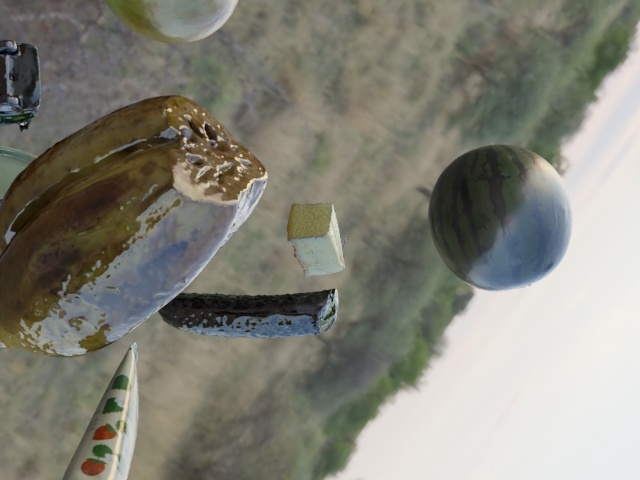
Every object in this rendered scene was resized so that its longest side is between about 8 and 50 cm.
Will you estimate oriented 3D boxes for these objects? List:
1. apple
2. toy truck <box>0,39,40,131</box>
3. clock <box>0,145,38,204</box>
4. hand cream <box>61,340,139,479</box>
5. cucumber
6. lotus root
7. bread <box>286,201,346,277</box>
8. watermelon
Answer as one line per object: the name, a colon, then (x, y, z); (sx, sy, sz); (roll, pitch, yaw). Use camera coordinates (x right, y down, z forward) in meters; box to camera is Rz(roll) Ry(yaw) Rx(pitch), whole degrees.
apple: (-0.192, -0.378, 1.522); (0.261, 0.194, 0.261); (10, 90, -83)
toy truck: (-0.428, -0.164, 1.237); (0.121, 0.259, 0.088); (158, -70, -67)
clock: (-0.486, -0.042, 1.757); (0.265, 0.324, 0.109); (-7, 129, -31)
hand cream: (-0.203, 0.201, 1.136); (0.276, 0.059, 0.095); (-83, 176, -66)
cucumber: (-0.099, 0.099, 1.570); (0.067, 0.245, 0.067); (-3, 90, -84)
lotus root: (-0.199, -0.010, 1.074); (0.291, 0.193, 0.193); (-37, -179, 20)
bread: (0.000, 0.000, 1.969); (0.109, 0.084, 0.080); (65, 26, -44)
watermelon: (0.254, -0.033, 1.688); (0.212, 0.212, 0.212); (-54, 174, -8)
